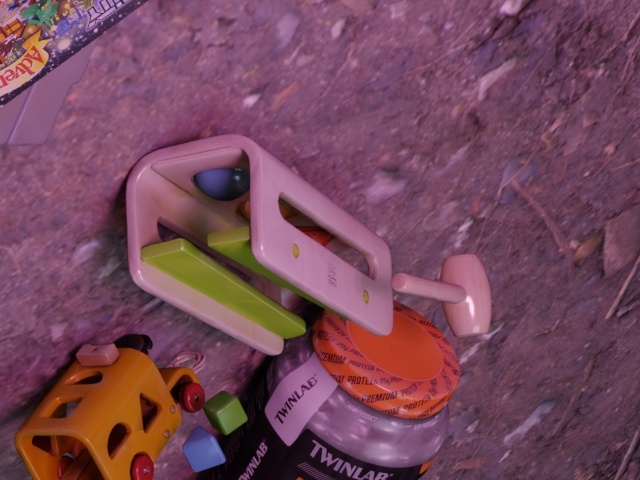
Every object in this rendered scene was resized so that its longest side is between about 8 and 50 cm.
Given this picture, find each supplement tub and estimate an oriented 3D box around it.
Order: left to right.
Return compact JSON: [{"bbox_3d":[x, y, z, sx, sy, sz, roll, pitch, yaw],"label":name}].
[{"bbox_3d":[0.006,0.217,1.781,0.193,0.193,0.316,-8,136,-43],"label":"supplement tub"}]

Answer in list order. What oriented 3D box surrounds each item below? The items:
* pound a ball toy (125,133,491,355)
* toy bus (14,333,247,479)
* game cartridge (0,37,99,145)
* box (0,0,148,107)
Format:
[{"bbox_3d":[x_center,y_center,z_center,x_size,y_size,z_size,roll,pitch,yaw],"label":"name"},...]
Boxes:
[{"bbox_3d":[0.000,0.000,1.509,0.208,0.136,0.319,-11,159,23],"label":"pound a ball toy"},{"bbox_3d":[-0.183,0.141,1.546,0.191,0.202,0.104,-28,118,-8],"label":"toy bus"},{"bbox_3d":[-0.209,-0.210,1.106,0.230,0.068,0.355,-9,137,-49],"label":"game cartridge"},{"bbox_3d":[-0.202,-0.162,1.077,0.233,0.044,0.159,-37,149,-5],"label":"box"}]
